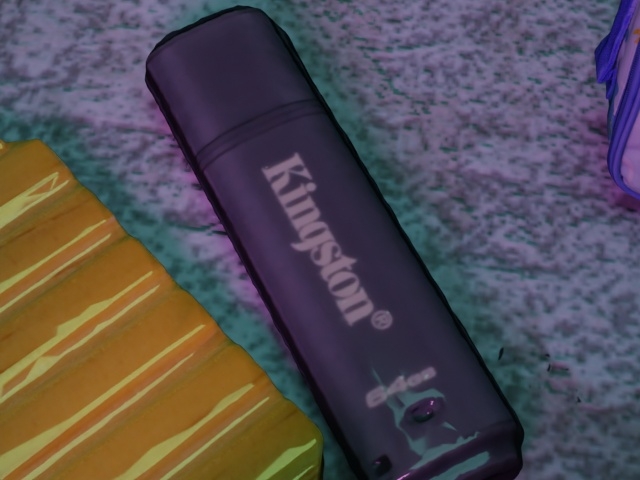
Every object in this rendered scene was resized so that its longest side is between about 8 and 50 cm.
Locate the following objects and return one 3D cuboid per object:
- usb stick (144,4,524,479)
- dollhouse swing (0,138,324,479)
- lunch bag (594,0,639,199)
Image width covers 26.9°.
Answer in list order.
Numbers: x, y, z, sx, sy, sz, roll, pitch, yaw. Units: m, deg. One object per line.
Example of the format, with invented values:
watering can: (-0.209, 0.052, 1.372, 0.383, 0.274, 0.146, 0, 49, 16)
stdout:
usb stick: (0.000, 0.000, 0.624, 0.077, 0.045, 0.278, -22, 62, -15)
dollhouse swing: (-0.182, 0.038, 0.447, 0.315, 0.305, 0.347, -37, 65, -21)
lunch bag: (0.220, -0.097, 0.588, 0.176, 0.219, 0.090, 9, 52, 2)
